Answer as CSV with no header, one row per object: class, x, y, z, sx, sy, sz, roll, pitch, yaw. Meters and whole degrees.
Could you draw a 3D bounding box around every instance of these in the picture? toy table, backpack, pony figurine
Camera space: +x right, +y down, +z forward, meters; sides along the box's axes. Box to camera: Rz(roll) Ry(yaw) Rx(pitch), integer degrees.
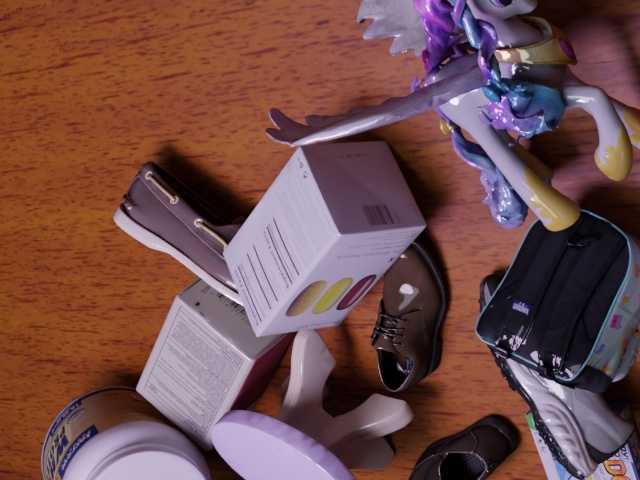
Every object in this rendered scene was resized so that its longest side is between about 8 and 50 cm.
toy table,-0.009,0.260,1.993,0.274,0.161,0.252,19,144,42
backpack,0.293,0.063,1.652,0.166,0.144,0.188,25,97,44
pony figurine,0.165,-0.172,1.557,0.351,0.303,0.363,-15,129,44

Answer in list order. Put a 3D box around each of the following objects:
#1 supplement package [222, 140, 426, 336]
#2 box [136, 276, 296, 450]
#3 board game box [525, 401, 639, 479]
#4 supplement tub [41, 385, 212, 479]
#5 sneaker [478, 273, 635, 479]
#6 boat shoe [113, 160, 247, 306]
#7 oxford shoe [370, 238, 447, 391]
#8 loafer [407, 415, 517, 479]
supplement package,0.000,0.000,1.841,0.244,0.139,0.134,-52,54,46
box,-0.148,0.165,2.104,0.148,0.127,0.232,39,135,12
board game box,0.354,0.298,1.849,0.136,0.035,0.201,-7,112,41
supplement tub,-0.290,0.363,2.193,0.228,0.228,0.316,67,167,-16
sneaker,0.280,0.154,1.775,0.272,0.108,0.100,58,178,17
boat shoe,-0.132,0.005,2.000,0.324,0.116,0.097,31,103,15
oxford shoe,0.109,0.100,1.877,0.082,0.096,0.227,15,124,33
loafer,0.176,0.310,1.971,0.080,0.078,0.220,45,136,6
